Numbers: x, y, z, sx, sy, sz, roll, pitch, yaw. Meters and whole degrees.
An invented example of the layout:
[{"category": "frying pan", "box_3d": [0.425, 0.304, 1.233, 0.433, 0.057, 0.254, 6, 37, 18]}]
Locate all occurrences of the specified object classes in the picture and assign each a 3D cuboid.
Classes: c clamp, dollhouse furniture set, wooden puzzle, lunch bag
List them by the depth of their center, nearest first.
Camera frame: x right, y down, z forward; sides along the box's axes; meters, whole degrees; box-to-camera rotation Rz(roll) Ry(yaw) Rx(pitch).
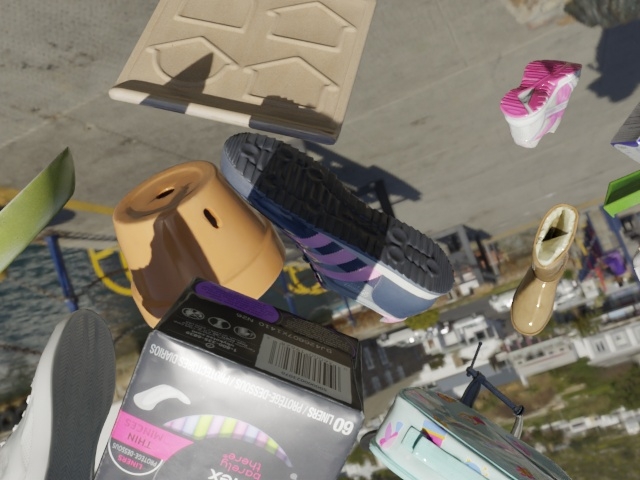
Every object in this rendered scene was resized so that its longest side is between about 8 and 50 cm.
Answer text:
[{"category": "dollhouse furniture set", "box_3d": [0.352, -0.006, 0.671, 0.058, 0.152, 0.076, -34, -156, 53]}, {"category": "lunch bag", "box_3d": [0.201, 0.305, 0.911, 0.108, 0.279, 0.224, -62, 156, 5]}, {"category": "wooden puzzle", "box_3d": [-0.101, -0.279, 1.032, 0.322, 0.348, 0.080, 13, 144, 4]}, {"category": "c clamp", "box_3d": [0.292, 0.274, 1.156, 0.137, 0.160, 0.022, -52, -164, -27]}]

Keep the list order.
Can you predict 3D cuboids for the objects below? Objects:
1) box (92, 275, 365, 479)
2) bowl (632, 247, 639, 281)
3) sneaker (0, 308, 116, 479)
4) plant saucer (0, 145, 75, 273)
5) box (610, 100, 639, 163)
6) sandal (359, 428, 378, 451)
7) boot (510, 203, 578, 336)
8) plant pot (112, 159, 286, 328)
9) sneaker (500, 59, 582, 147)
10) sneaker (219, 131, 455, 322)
[{"category": "box", "box_3d": [-0.089, 0.192, 0.558, 0.165, 0.270, 0.143, 22, -167, -3]}, {"category": "bowl", "box_3d": [0.717, 0.080, 1.419, 0.053, 0.142, 0.142, -35, -169, -19]}, {"category": "sneaker", "box_3d": [-0.336, 0.221, 0.782, 0.169, 0.292, 0.108, -21, 136, 20]}, {"category": "plant saucer", "box_3d": [-0.309, 0.010, 0.641, 0.241, 0.037, 0.241, -38, -159, 17]}, {"category": "box", "box_3d": [0.583, -0.203, 1.170, 0.137, 0.072, 0.126, -55, -179, 8]}, {"category": "sandal", "box_3d": [0.152, 0.372, 1.201, 0.179, 0.040, 0.067, 6, 134, 19]}, {"category": "boot", "box_3d": [0.449, 0.068, 1.399, 0.089, 0.236, 0.269, 17, 172, 19]}, {"category": "plant pot", "box_3d": [-0.233, -0.007, 1.229, 0.291, 0.203, 0.291, -18, -150, 11]}, {"category": "sneaker", "box_3d": [0.439, -0.275, 1.371, 0.252, 0.103, 0.111, -43, 137, -29]}, {"category": "sneaker", "box_3d": [0.000, 0.000, 0.835, 0.131, 0.319, 0.112, -48, -170, 44]}]
